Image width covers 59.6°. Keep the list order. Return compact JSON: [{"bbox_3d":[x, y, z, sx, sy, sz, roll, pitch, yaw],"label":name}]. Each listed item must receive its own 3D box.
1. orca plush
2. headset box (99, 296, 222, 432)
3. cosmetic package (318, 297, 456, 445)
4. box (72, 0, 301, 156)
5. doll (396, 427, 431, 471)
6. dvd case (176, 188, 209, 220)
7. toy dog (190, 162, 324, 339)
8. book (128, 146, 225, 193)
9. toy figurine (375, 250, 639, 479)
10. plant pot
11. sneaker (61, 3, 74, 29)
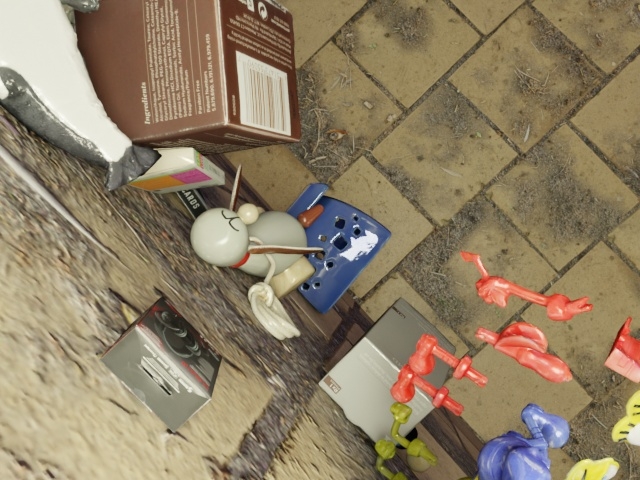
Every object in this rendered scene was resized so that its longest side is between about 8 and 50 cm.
[{"bbox_3d":[-0.273,-0.174,0.540,0.287,0.151,0.102,44,-28,-21],"label":"orca plush"},{"bbox_3d":[-0.097,0.075,0.350,0.062,0.032,0.083,48,0,-8],"label":"headset box"},{"bbox_3d":[0.105,0.178,0.796,0.127,0.107,0.238,43,16,8],"label":"cosmetic package"},{"bbox_3d":[-0.153,-0.194,0.667,0.168,0.203,0.167,-8,94,-65],"label":"box"},{"bbox_3d":[0.103,0.259,0.837,0.189,0.046,0.129,49,10,32],"label":"doll"},{"bbox_3d":[-0.249,-0.145,0.890,0.179,0.029,0.239,61,-5,-38],"label":"dvd case"},{"bbox_3d":[-0.067,-0.012,0.839,0.220,0.161,0.334,47,2,-11],"label":"toy dog"},{"bbox_3d":[-0.186,-0.085,0.712,0.144,0.096,0.035,49,34,-84],"label":"book"},{"bbox_3d":[0.094,0.216,0.440,0.191,0.217,0.363,34,-47,21],"label":"toy figurine"},{"bbox_3d":[0.000,0.000,1.278,0.212,0.236,0.236,40,3,-5],"label":"plant pot"},{"bbox_3d":[-0.320,-0.254,0.650,0.075,0.161,0.057,58,-31,39],"label":"sneaker"}]
